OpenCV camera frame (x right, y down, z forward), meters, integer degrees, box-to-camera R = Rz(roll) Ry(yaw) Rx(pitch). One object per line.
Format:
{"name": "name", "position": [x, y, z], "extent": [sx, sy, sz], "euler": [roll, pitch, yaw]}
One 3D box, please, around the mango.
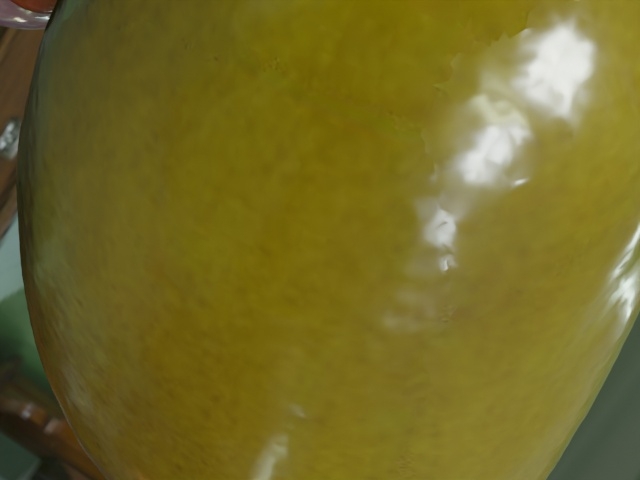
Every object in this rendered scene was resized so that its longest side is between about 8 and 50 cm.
{"name": "mango", "position": [0.000, 0.000, 0.490], "extent": [0.232, 0.300, 0.446], "euler": [-42, 168, -32]}

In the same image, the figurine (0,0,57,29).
{"name": "figurine", "position": [-0.192, -0.223, 0.692], "extent": [0.173, 0.173, 0.173], "euler": [-57, 178, -3]}
